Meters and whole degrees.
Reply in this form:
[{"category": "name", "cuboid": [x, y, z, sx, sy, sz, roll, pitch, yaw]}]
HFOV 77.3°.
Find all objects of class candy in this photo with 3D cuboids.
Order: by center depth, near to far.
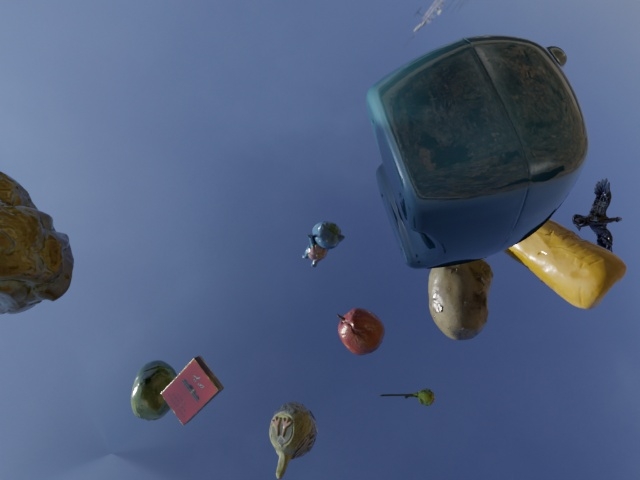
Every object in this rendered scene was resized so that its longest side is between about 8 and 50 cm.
[{"category": "candy", "cuboid": [0.193, 0.346, 0.888, 0.123, 0.035, 0.035, 3, -77, -1]}]

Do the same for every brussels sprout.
[{"category": "brussels sprout", "cuboid": [-0.429, 0.392, 1.043, 0.118, 0.155, 0.155, -4, -114, -18]}]

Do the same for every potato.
[{"category": "potato", "cuboid": [0.371, 0.135, 1.075, 0.165, 0.165, 0.262, 22, -109, -16]}]

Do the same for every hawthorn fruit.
[{"category": "hawthorn fruit", "cuboid": [0.146, 0.342, 1.558, 0.200, 0.179, 0.179, 39, -127, -5]}]

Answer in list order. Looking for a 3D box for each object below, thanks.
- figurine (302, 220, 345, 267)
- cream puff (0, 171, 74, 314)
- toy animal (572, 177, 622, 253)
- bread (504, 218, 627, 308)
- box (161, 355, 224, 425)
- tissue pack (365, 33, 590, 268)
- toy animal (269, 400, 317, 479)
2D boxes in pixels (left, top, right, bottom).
[{"category": "figurine", "cuboid": [0.004, 0.001, 1.418, 0.114, 0.178, 0.144, 33, -155, -4]}, {"category": "cream puff", "cuboid": [-0.663, 0.001, 0.844, 0.275, 0.323, 0.269, 8, -122, 0]}, {"category": "toy animal", "cuboid": [0.751, -0.056, 1.088, 0.062, 0.108, 0.220, -27, -73, -62]}, {"category": "bread", "cuboid": [0.553, 0.028, 0.962, 0.091, 0.142, 0.305, 22, -161, -38]}, {"category": "box", "cuboid": [-0.280, 0.326, 0.868, 0.090, 0.133, 0.023, 48, -163, 12]}, {"category": "tissue pack", "cuboid": [0.176, -0.085, 0.474, 0.206, 0.287, 0.198, -17, -112, 7]}, {"category": "toy animal", "cuboid": [-0.052, 0.395, 0.796, 0.098, 0.098, 0.137, 15, -117, -20]}]
